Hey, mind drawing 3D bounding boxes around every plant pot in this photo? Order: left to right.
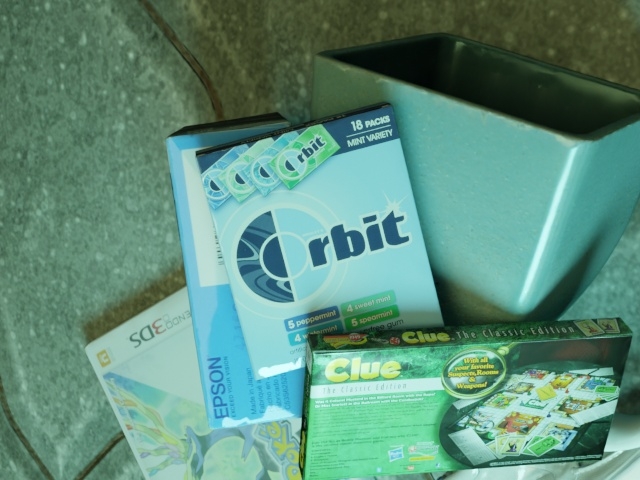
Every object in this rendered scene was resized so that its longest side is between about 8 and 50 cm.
[{"bbox_3d":[0.135,-0.025,1.032,0.248,0.247,0.252,22,113,27],"label":"plant pot"}]

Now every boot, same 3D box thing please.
[{"bbox_3d":[0.220,0.215,1.116,0.258,0.095,0.123,-43,78,29],"label":"boot"}]

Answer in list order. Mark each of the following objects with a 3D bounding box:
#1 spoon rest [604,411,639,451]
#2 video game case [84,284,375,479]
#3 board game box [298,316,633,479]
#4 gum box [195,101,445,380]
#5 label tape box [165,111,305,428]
[{"bbox_3d":[0.214,0.153,1.070,0.276,0.137,0.084,-12,116,45],"label":"spoon rest"},{"bbox_3d":[-0.111,0.214,1.359,0.300,0.036,0.329,-30,84,33],"label":"video game case"},{"bbox_3d":[0.114,0.129,0.934,0.260,0.030,0.136,-2,124,-11],"label":"board game box"},{"bbox_3d":[0.000,0.000,0.909,0.157,0.041,0.184,-15,102,-3],"label":"gum box"},{"bbox_3d":[-0.067,0.009,1.106,0.115,0.347,0.249,-9,98,-4],"label":"label tape box"}]
